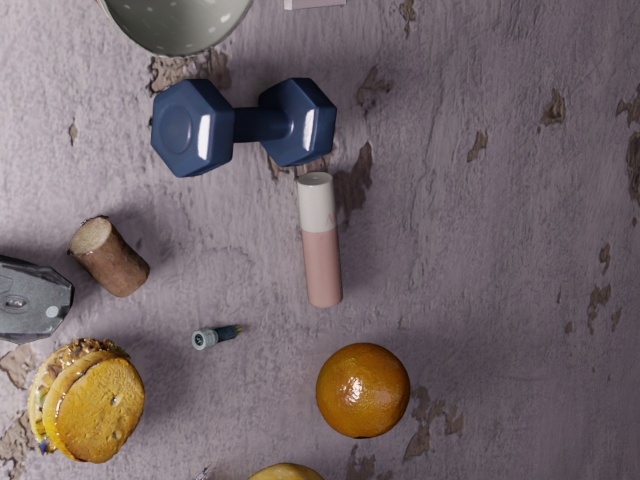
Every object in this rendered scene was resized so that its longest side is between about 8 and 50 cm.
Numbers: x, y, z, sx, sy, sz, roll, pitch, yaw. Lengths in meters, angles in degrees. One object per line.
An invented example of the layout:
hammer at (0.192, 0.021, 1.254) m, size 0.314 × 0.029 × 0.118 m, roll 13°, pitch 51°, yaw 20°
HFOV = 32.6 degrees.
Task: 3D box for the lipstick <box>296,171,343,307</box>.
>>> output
lipstick at (0.000, 0.000, 2.072) m, size 0.070 × 0.070 × 0.254 m, roll -30°, pitch 125°, yaw -41°

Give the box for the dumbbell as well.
dumbbell at (-0.121, -0.190, 1.799) m, size 0.324 × 0.160 × 0.144 m, roll -10°, pitch 142°, yaw -47°

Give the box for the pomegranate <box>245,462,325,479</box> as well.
pomegranate at (-0.066, 0.537, 2.068) m, size 0.233 × 0.233 × 0.233 m, roll -21°, pitch 119°, yaw -45°

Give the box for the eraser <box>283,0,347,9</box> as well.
eraser at (-0.007, -0.463, 1.935) m, size 0.150 × 0.023 × 0.104 m, roll -18°, pitch 116°, yaw -46°

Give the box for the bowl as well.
bowl at (-0.241, -0.435, 1.554) m, size 0.337 × 0.157 × 0.337 m, roll -23°, pitch 121°, yaw -44°

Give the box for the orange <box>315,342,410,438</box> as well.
orange at (0.088, 0.302, 2.195) m, size 0.206 × 0.206 × 0.206 m, roll -21°, pitch 119°, yaw -45°

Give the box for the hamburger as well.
hamburger at (-0.364, 0.237, 1.680) m, size 0.182 × 0.118 × 0.191 m, roll -31°, pitch 129°, yaw -44°

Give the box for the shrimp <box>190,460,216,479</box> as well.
shrimp at (-0.234, 0.469, 1.962) m, size 0.056 × 0.065 × 0.165 m, roll 33°, pitch 76°, yaw -26°

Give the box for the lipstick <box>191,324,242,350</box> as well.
lipstick at (-0.178, 0.169, 1.949) m, size 0.116 × 0.037 × 0.037 m, roll -8°, pitch 109°, yaw -53°

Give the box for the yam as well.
yam at (-0.324, 0.029, 1.686) m, size 0.084 × 0.084 × 0.127 m, roll -56°, pitch 135°, yaw -21°

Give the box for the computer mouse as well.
computer mouse at (-0.456, 0.074, 1.552) m, size 0.231 × 0.071 × 0.126 m, roll 12°, pitch 108°, yaw -42°
